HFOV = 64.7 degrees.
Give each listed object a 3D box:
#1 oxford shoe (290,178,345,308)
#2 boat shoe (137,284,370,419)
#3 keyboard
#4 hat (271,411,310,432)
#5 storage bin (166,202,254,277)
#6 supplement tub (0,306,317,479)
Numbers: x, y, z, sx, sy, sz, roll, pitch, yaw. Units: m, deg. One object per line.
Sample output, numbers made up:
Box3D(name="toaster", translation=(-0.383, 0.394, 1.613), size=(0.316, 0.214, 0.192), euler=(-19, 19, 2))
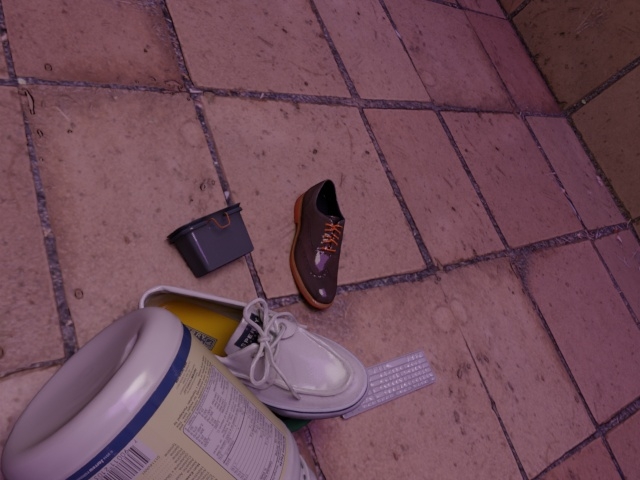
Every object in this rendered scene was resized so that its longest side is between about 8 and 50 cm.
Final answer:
Box3D(name="oxford shoe", translation=(0.000, 0.000, 1.012), size=(0.096, 0.098, 0.272), euler=(10, 59, -29))
Box3D(name="boat shoe", translation=(-0.097, 0.145, 0.737), size=(0.366, 0.157, 0.136), euler=(21, 59, 7))
Box3D(name="keyboard", translation=(0.129, 0.277, 0.996), size=(0.255, 0.014, 0.072), euler=(-7, 69, -37))
Box3D(name="hat", translation=(-0.049, 0.262, 0.882), size=(0.208, 0.184, 0.173), euler=(-3, 61, 7))
Box3D(name="storage bin", translation=(-0.184, 0.000, 0.899), size=(0.135, 0.098, 0.091), euler=(-29, 93, -41))
Box3D(name="supplement tub", translation=(-0.172, 0.267, 0.616), size=(0.325, 0.235, 0.236), euler=(52, 46, -22))
